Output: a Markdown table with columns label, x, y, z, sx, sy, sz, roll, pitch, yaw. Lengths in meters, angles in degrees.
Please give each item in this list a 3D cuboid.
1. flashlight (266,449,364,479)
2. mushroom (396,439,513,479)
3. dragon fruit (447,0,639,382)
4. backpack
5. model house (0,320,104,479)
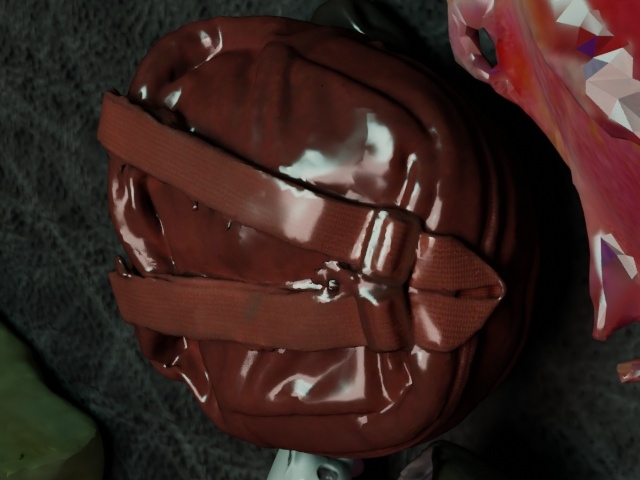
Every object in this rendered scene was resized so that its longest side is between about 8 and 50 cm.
| label | x | y | z | sx | sy | sz | roll | pitch | yaw |
| --- | --- | --- | --- | --- | --- | --- | --- | --- | --- |
| flashlight | -0.026 | 0.175 | 0.946 | 0.047 | 0.093 | 0.200 | 20 | 130 | -8 |
| mushroom | 0.057 | 0.178 | 0.823 | 0.188 | 0.117 | 0.141 | 114 | 170 | -54 |
| dragon fruit | 0.178 | -0.098 | 0.353 | 0.386 | 0.249 | 0.371 | 44 | 112 | 24 |
| backpack | 0.002 | 0.000 | 0.815 | 0.229 | 0.139 | 0.229 | 6 | 99 | 40 |
| model house | -0.373 | 0.214 | 1.072 | 0.334 | 0.382 | 0.343 | 42 | 125 | 29 |
